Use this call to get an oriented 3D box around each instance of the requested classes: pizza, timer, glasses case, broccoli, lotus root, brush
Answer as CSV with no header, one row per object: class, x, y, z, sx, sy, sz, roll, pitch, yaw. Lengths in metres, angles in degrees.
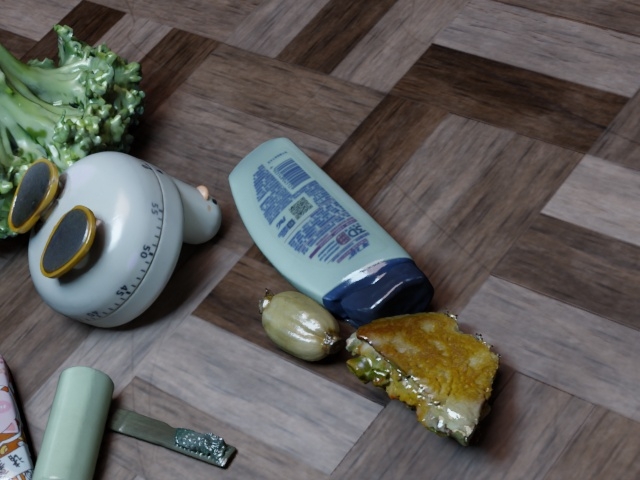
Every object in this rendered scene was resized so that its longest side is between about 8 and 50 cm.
pizza,0.134,0.159,1.767,0.147,0.069,0.226,-23,43,-33
timer,-0.266,0.002,2.024,0.233,0.240,0.233,-20,60,38
glasses case,-0.421,0.242,1.917,0.103,0.067,0.266,-28,43,-1
broccoli,-0.430,-0.147,2.160,0.338,0.317,0.277,-53,40,16
lotus root,-0.027,0.104,1.886,0.150,0.062,0.073,30,87,42
brush,-0.187,0.234,1.854,0.190,0.027,0.034,13,53,33

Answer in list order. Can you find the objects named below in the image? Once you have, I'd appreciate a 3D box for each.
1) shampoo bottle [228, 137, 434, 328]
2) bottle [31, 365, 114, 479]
shampoo bottle,0.000,0.000,1.964,0.134,0.078,0.359,-37,45,-6
bottle,-0.303,0.252,1.855,0.072,0.072,0.201,-8,47,17
